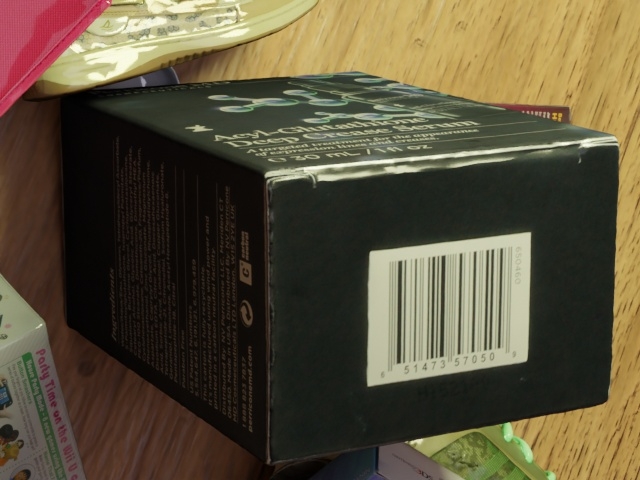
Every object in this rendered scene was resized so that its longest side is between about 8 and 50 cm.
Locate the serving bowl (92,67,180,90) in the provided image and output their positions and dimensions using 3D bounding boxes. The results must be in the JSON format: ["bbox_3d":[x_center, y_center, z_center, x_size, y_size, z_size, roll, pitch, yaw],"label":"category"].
[{"bbox_3d":[-0.163,-0.124,1.574,0.083,0.027,0.083,0,90,-27],"label":"serving bowl"}]

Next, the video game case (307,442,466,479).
[{"bbox_3d":[0.052,0.301,1.574,0.244,0.269,0.061,33,34,-24],"label":"video game case"}]

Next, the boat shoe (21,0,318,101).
[{"bbox_3d":[-0.124,-0.190,1.503,0.285,0.104,0.089,-22,99,-35],"label":"boat shoe"}]

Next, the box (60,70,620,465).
[{"bbox_3d":[0.000,0.000,1.438,0.293,0.395,0.212,-7,105,-28],"label":"box"}]

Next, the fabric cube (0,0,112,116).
[{"bbox_3d":[-0.341,-0.174,1.250,0.254,0.259,0.258,-48,111,-7],"label":"fabric cube"}]

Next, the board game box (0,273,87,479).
[{"bbox_3d":[-0.338,0.192,1.401,0.303,0.097,0.224,-27,131,-23],"label":"board game box"}]

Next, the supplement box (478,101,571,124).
[{"bbox_3d":[0.134,-0.075,1.698,0.188,0.081,0.104,1,90,-27],"label":"supplement box"}]

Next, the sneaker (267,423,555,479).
[{"bbox_3d":[0.147,0.203,1.685,0.410,0.158,0.182,25,62,-30],"label":"sneaker"}]
